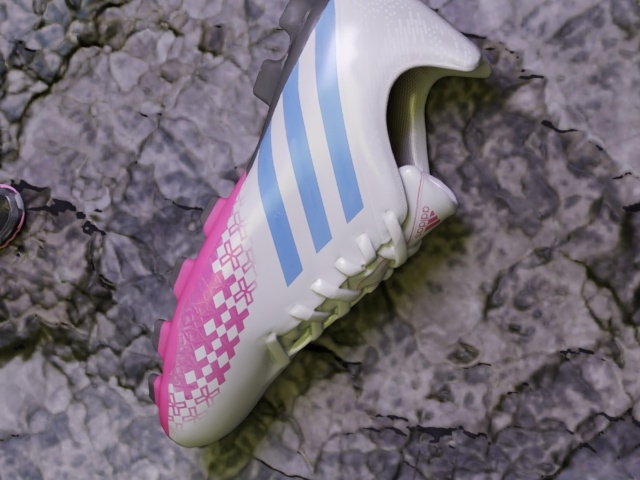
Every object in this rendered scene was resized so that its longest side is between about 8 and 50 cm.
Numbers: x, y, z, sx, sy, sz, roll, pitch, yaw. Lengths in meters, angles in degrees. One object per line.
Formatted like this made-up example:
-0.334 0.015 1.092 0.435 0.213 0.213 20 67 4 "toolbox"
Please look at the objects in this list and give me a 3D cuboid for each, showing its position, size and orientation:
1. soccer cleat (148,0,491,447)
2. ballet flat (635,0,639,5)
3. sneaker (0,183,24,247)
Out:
0.000 0.000 1.105 0.143 0.116 0.331 24 102 14 "soccer cleat"
0.189 -0.195 1.036 0.087 0.083 0.247 -28 81 -15 "ballet flat"
-0.264 -0.005 1.220 0.119 0.057 0.047 -21 87 17 "sneaker"
